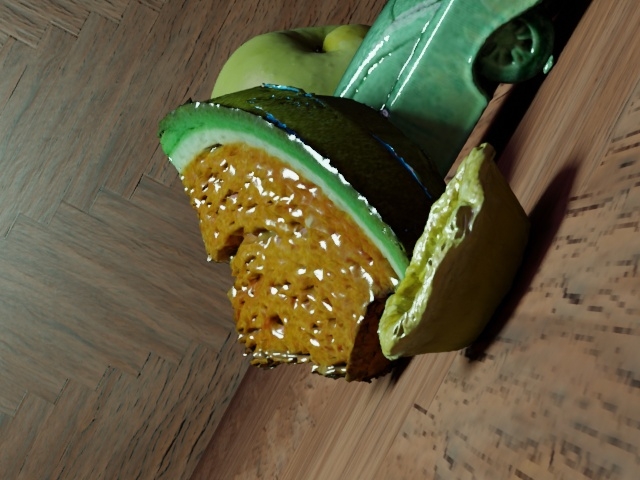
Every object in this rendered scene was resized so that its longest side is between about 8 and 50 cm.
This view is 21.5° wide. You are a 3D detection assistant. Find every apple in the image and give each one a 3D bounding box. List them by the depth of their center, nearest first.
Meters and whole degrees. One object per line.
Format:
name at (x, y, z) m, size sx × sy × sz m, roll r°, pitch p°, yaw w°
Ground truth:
apple at (0.000, -0.081, 1.322) m, size 0.200 × 0.200 × 0.200 m, roll -62°, pitch 2°, yaw 4°

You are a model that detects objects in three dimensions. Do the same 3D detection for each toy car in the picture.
toy car at (0.061, -0.084, 1.003) m, size 0.321 × 0.097 × 0.141 m, roll -61°, pitch 2°, yaw 28°

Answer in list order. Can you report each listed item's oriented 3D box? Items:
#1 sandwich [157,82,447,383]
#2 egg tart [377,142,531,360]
sandwich at (0.006, -0.009, 0.910) m, size 0.235 × 0.079 × 0.159 m, roll 4°, pitch 106°, yaw 57°
egg tart at (0.058, 0.010, 0.694) m, size 0.105 × 0.039 × 0.105 m, roll -62°, pitch 2°, yaw 4°
